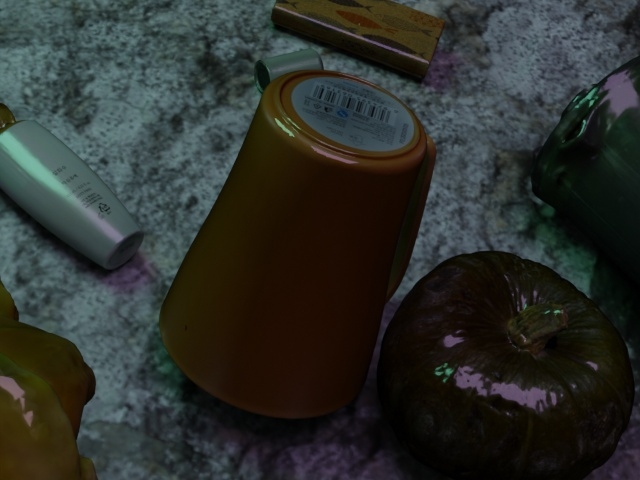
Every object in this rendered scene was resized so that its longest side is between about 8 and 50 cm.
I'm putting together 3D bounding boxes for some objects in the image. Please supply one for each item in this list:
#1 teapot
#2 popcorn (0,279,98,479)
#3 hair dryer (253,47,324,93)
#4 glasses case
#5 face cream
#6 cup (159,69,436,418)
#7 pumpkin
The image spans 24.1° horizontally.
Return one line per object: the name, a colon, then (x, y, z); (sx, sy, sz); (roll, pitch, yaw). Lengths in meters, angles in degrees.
teapot: (0.369, -0.018, 1.385); (0.337, 0.200, 0.270); (48, 28, 24)
popcorn: (-0.286, 0.140, 1.013); (0.297, 0.281, 0.316); (13, 15, 17)
hair dryer: (-0.013, -0.129, 1.451); (0.063, 0.038, 0.124); (-16, 65, -25)
glasses case: (0.037, -0.221, 1.534); (0.170, 0.041, 0.064); (21, 60, -1)
face cream: (-0.231, -0.048, 1.300); (0.182, 0.051, 0.072); (41, 53, 16)
cup: (0.000, 0.000, 1.208); (0.226, 0.264, 0.182); (-16, 49, -41)
pumpkin: (0.155, 0.105, 1.224); (0.219, 0.162, 0.219); (12, 47, -13)
